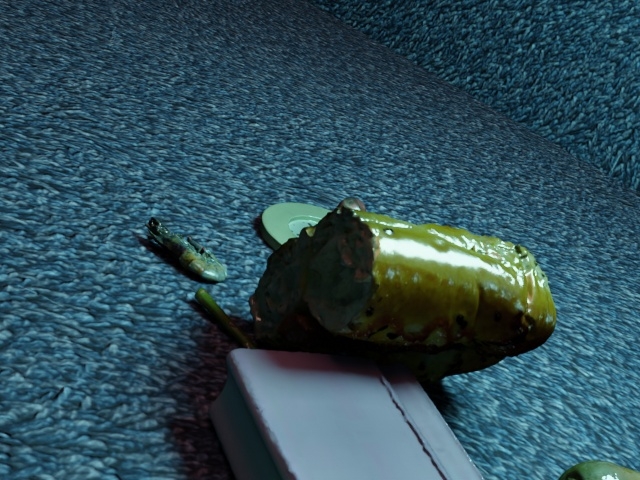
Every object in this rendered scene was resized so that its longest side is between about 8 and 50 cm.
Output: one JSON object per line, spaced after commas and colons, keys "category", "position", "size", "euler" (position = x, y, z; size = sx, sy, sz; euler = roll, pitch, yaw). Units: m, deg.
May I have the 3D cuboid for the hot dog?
{"category": "hot dog", "position": [0.134, 0.098, 1.476], "size": [0.366, 0.196, 0.367], "euler": [8, -18, -24]}

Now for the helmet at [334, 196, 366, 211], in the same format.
{"category": "helmet", "position": [0.063, -0.062, 2.074], "size": [0.065, 0.049, 0.084], "euler": [17, 24, -8]}

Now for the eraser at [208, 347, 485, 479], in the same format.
{"category": "eraser", "position": [0.048, 0.279, 1.224], "size": [0.272, 0.122, 0.359], "euler": [10, 25, -27]}

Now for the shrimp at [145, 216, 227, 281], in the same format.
{"category": "shrimp", "position": [-0.215, 0.018, 1.684], "size": [0.161, 0.034, 0.091], "euler": [37, 15, 18]}

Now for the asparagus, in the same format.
{"category": "asparagus", "position": [-0.108, 0.145, 1.500], "size": [0.025, 0.024, 0.248], "euler": [-10, 39, -41]}

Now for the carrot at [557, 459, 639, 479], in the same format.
{"category": "carrot", "position": [0.438, 0.370, 1.356], "size": [0.302, 0.138, 0.138], "euler": [14, 24, -19]}

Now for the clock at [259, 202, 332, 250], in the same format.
{"category": "clock", "position": [0.000, 0.000, 1.916], "size": [0.235, 0.029, 0.235], "euler": [17, 25, -8]}
